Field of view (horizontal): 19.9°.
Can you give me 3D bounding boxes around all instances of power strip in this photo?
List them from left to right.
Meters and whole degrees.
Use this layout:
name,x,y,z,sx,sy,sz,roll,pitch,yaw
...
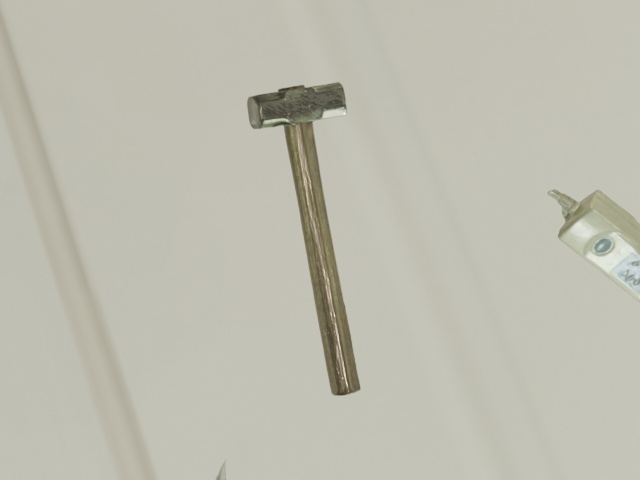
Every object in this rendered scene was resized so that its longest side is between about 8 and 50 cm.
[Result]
name,x,y,z,sx,sy,sz,roll,pitch,yaw
power strip,0.253,0.019,1.433,0.047,0.191,0.030,-47,-171,42

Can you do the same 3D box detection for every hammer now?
name,x,y,z,sx,sy,sz,roll,pitch,yaw
hammer,0.000,0.000,2.129,0.111,0.365,0.043,-11,-175,-20

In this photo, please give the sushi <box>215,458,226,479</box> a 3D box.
name,x,y,z,sx,sy,sz,roll,pitch,yaw
sushi,-0.062,0.317,0.928,0.059,0.292,0.294,7,122,11
